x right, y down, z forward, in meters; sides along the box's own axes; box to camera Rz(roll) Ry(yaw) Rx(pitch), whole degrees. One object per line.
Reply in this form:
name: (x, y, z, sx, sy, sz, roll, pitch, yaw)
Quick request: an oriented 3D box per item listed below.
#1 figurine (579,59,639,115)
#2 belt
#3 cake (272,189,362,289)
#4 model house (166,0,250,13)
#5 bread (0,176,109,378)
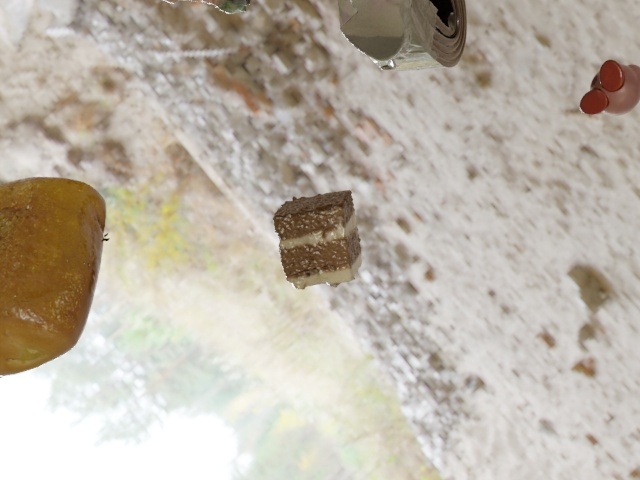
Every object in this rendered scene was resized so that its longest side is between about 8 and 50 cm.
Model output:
figurine: (0.383, -0.194, 1.409, 0.071, 0.083, 0.067, -17, -112, -51)
belt: (0.142, -0.398, 1.826, 0.122, 0.217, 0.339, 1, 174, 26)
cake: (0.000, 0.000, 1.897, 0.134, 0.135, 0.147, -60, -42, -69)
model house: (-0.235, -0.543, 1.899, 0.237, 0.237, 0.202, 121, 144, -58)
bread: (-0.478, 0.048, 1.581, 0.148, 0.328, 0.337, 48, -144, -42)
